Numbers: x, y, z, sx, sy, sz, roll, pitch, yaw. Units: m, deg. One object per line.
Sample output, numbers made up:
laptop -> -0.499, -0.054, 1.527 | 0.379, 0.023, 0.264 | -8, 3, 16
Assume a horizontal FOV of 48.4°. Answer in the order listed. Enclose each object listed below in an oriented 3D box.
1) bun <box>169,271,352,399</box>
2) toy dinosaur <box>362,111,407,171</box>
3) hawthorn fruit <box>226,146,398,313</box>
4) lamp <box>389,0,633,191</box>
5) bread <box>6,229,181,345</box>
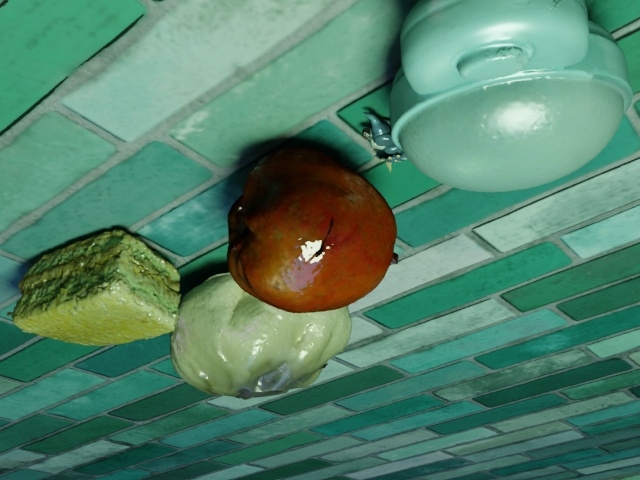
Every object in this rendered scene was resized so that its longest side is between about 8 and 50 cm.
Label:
bun -> -0.090, 0.147, 1.027 | 0.272, 0.168, 0.273 | -8, 154, -4
toy dinosaur -> 0.071, -0.108, 0.755 | 0.047, 0.031, 0.083 | -14, 146, 13
hawthorn fruit -> 0.000, 0.000, 0.780 | 0.202, 0.185, 0.185 | 16, 143, -29
lamp -> 0.158, -0.130, 0.619 | 0.209, 0.147, 0.284 | -10, 147, 16
bread -> -0.294, 0.071, 0.942 | 0.196, 0.102, 0.138 | -18, 143, 27
